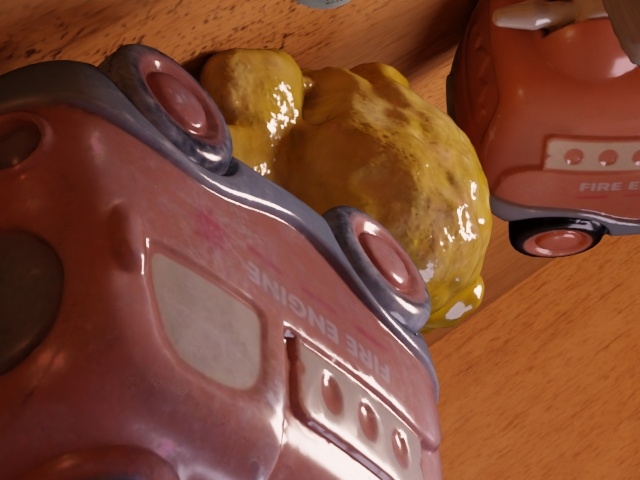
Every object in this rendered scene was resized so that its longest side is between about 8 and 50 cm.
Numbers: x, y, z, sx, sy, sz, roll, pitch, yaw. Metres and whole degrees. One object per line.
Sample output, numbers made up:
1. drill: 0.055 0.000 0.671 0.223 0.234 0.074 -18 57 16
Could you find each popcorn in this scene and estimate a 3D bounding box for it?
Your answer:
1. popcorn: 0.000 -0.003 1.022 0.253 0.190 0.191 -21 130 -65

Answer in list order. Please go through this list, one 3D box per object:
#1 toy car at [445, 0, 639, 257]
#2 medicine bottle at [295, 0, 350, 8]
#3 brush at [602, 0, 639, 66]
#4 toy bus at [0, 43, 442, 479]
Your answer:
1. toy car: 0.222 -0.110 1.235 0.271 0.180 0.212 -3 158 -1
2. medicine bottle: 0.001 -0.138 0.830 0.047 0.047 0.083 -37 170 -8
3. brush: 0.184 -0.193 0.909 0.174 0.166 0.267 -42 172 19
4. toy bus: -0.072 0.080 0.790 0.197 0.231 0.294 -38 127 19
